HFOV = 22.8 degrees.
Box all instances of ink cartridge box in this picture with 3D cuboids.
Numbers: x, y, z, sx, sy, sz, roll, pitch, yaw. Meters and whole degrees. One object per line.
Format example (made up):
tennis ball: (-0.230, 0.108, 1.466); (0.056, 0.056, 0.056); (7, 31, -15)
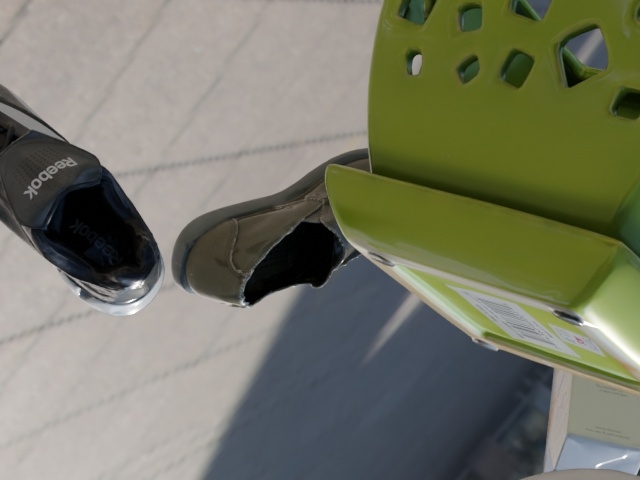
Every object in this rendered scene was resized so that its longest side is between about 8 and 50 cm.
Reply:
ink cartridge box: (0.213, 0.110, 1.213); (0.104, 0.061, 0.181); (99, 4, -48)

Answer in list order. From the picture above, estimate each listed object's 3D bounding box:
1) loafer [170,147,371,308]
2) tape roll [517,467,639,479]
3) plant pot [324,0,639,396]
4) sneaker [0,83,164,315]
loafer: (0.000, 0.000, 1.305); (0.251, 0.087, 0.094); (-24, 133, -30)
tape roll: (0.115, 0.238, 0.645); (0.246, 0.169, 0.246); (-36, -150, 25)
plant pot: (0.150, -0.041, 0.888); (0.228, 0.227, 0.207); (36, 75, -49)
sneaker: (-0.186, -0.044, 1.011); (0.078, 0.234, 0.106); (-50, -172, -15)
